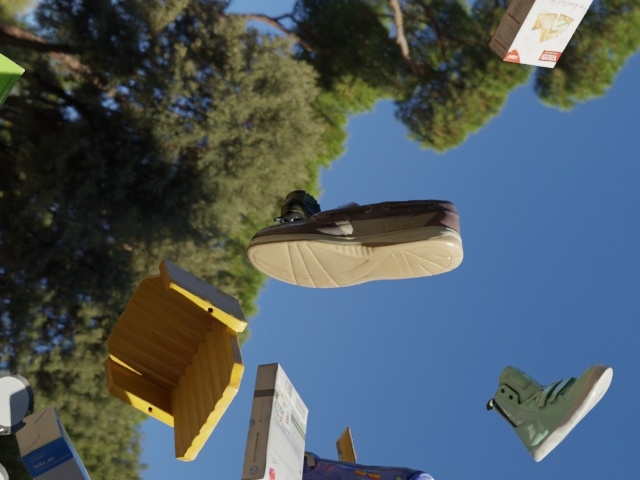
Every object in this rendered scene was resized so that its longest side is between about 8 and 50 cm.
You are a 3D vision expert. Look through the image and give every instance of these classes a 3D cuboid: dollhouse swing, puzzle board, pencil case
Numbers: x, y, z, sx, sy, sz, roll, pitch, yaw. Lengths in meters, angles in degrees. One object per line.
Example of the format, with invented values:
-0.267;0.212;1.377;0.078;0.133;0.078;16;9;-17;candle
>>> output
-0.370;0.299;1.886;0.347;0.315;0.305;-57;-171;17;dollhouse swing
0.065;0.518;1.835;0.096;0.011;0.128;115;-29;-49;puzzle board
0.067;0.467;1.446;0.306;0.119;0.133;-3;-75;40;pencil case

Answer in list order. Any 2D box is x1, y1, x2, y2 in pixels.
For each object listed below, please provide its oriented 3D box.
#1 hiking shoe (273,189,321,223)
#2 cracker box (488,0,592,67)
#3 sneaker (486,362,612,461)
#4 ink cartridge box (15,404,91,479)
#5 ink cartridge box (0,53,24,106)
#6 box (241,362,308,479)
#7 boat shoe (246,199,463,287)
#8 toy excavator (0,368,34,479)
0.000;0.000;1.653;0.086;0.227;0.114;-43;-167;49;hiking shoe
0.478;-0.486;1.640;0.067;0.156;0.232;59;-42;38;cracker box
0.376;0.257;1.321;0.151;0.094;0.256;46;-41;23;sneaker
-0.465;0.432;1.411;0.134;0.078;0.231;29;-40;60;ink cartridge box
-0.721;-0.314;1.454;0.189;0.255;0.097;-51;-156;14;ink cartridge box
-0.063;0.300;1.158;0.038;0.145;0.186;-10;-134;15;box
0.044;-0.003;1.021;0.285;0.103;0.092;-5;-130;19;boat shoe
-0.676;0.200;1.170;0.222;0.445;0.433;-12;-122;29;toy excavator
